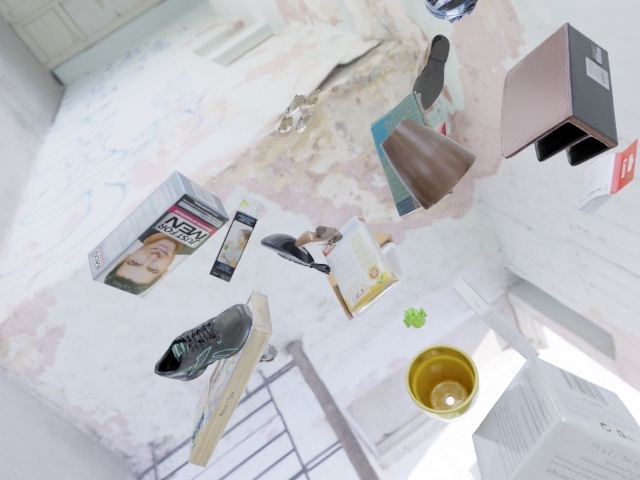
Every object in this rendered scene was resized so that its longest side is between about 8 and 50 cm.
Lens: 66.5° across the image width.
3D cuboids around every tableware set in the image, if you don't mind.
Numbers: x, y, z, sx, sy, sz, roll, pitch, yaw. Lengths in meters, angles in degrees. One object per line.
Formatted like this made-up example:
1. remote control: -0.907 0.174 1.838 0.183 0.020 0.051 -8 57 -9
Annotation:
1. tableware set: -0.062 -0.377 1.446 0.020 0.141 0.169 41 35 15

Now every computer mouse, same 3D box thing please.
1. computer mouse: -0.093 0.023 1.467 0.184 0.060 0.262 15 -10 47

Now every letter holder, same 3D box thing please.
1. letter holder: 0.578 -0.332 1.211 0.152 0.301 0.214 23 -29 -19

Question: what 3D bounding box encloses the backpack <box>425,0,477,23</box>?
1. backpack: 0.451 -0.853 1.735 0.158 0.173 0.117 54 -11 17

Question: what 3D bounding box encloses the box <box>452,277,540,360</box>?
1. box: 0.646 0.292 1.809 0.322 0.058 0.232 41 10 -22

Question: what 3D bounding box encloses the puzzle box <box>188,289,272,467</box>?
1. puzzle box: -0.245 0.359 1.333 0.052 0.408 0.272 25 8 -14

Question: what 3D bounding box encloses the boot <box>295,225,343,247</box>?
1. boot: 0.000 0.000 1.343 0.087 0.118 0.042 27 46 -39

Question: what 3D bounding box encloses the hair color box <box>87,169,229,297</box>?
1. hair color box: -0.470 -0.009 1.420 0.185 0.374 0.113 36 17 -51

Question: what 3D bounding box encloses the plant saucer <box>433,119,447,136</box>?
1. plant saucer: 0.488 -0.332 2.055 0.048 0.258 0.259 4 -47 26

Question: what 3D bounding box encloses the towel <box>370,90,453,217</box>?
1. towel: 0.311 -0.294 1.723 0.271 0.040 0.370 -27 -101 56

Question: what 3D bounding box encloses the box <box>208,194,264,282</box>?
1. box: -0.314 -0.008 1.838 0.087 0.290 0.169 24 23 -9

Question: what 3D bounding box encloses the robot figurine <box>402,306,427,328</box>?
1. robot figurine: 0.392 0.325 2.029 0.115 0.101 0.067 43 16 -32

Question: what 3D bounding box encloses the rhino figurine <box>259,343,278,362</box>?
1. rhino figurine: -0.250 0.424 1.921 0.243 0.106 0.073 52 27 -52

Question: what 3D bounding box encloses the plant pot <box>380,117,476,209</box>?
1. plant pot: 0.296 -0.245 1.435 0.230 0.215 0.215 42 -4 -3

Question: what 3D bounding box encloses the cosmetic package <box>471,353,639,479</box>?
1. cosmetic package: 0.734 0.648 1.518 0.330 0.393 0.327 24 21 -2

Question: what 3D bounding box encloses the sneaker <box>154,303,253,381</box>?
1. sneaker: -0.262 0.237 1.102 0.106 0.267 0.101 22 30 -57

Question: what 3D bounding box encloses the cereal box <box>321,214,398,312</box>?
1. cereal box: 0.110 0.069 1.454 0.047 0.173 0.240 9 47 -45

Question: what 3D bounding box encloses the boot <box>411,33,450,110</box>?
1. boot: 0.411 -0.632 1.893 0.112 0.305 0.115 20 -6 -17

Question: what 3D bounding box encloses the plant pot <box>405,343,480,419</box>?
1. plant pot: 0.456 0.542 1.774 0.254 0.254 0.239 51 -7 44

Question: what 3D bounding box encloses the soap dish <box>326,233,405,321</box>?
1. soap dish: 0.165 0.129 1.791 0.118 0.291 0.229 37 -19 42

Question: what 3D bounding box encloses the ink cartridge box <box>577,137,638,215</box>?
1. ink cartridge box: 0.966 -0.218 1.651 0.066 0.189 0.232 20 -27 9
